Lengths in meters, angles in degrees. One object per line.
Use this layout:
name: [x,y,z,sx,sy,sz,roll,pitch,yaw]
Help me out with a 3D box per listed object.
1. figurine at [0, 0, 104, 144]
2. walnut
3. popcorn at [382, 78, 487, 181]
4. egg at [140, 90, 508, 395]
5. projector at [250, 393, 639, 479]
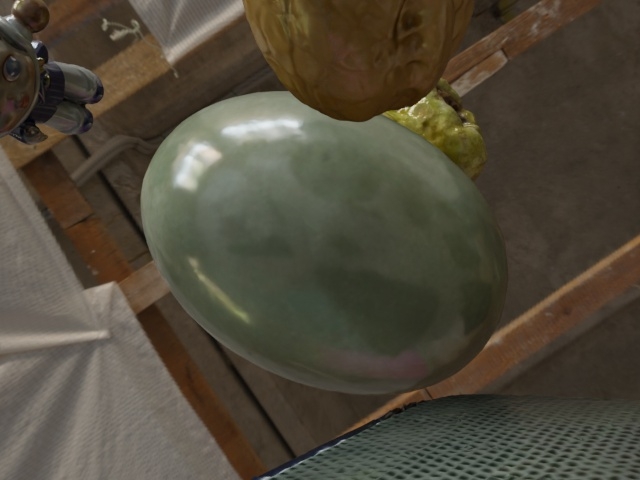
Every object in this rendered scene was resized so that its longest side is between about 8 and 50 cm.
figurine: [-0.347,-0.184,0.800,0.133,0.274,0.194,30,-58,12]
walnut: [0.026,-0.173,0.476,0.159,0.159,0.207,-15,-44,-1]
popcorn: [0.111,-0.094,0.905,0.203,0.226,0.201,-10,-108,26]
egg: [0.000,0.000,0.674,0.352,0.258,0.259,31,-88,12]
projector: [0.089,0.289,0.302,0.242,0.405,0.396,-3,-92,30]
